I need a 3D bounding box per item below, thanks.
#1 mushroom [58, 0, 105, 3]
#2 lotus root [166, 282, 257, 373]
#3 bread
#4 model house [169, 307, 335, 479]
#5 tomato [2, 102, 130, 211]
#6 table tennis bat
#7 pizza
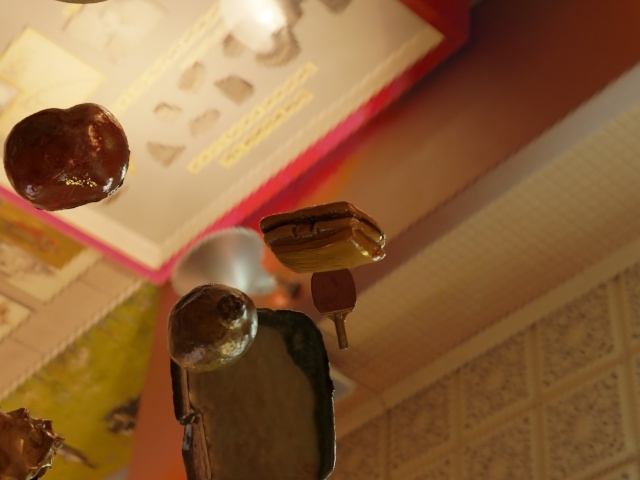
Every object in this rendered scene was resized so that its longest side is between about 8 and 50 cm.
[{"bbox_3d":[-0.245,-0.350,1.277,0.204,0.204,0.204,-39,-147,32],"label":"mushroom"},{"bbox_3d":[-0.155,0.127,1.850,0.214,0.138,0.138,-28,-143,66],"label":"lotus root"},{"bbox_3d":[0.000,0.000,2.011,0.200,0.116,0.077,-10,-120,36],"label":"bread"},{"bbox_3d":[-0.135,0.283,2.135,0.284,0.243,0.298,142,-56,-64],"label":"model house"},{"bbox_3d":[-0.447,-0.154,2.141,0.214,0.155,0.181,-23,-110,9],"label":"tomato"},{"bbox_3d":[0.028,0.115,2.226,0.013,0.087,0.156,-19,-99,62],"label":"table tennis bat"},{"bbox_3d":[-0.428,0.269,1.426,0.251,0.287,0.074,-102,-151,-47],"label":"pizza"}]
